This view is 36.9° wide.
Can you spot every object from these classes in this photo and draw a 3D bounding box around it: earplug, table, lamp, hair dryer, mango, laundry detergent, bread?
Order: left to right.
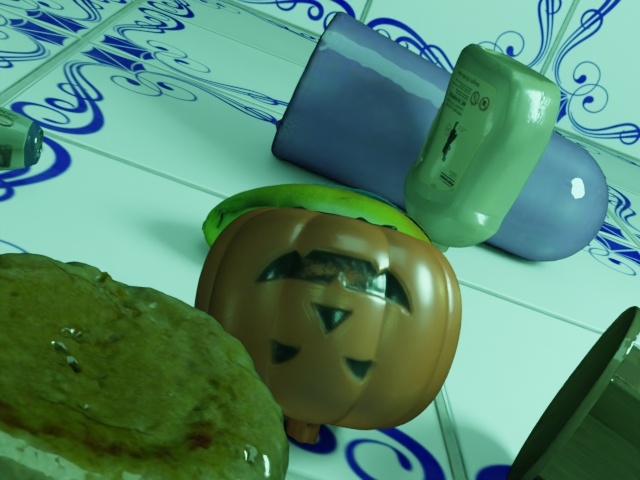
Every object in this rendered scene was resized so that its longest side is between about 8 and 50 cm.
[{"bbox_3d":[-0.354,-0.070,0.830,0.167,0.067,0.199,15,33,7],"label":"hair dryer"},{"bbox_3d":[-0.127,0.102,0.478,0.230,0.123,0.230,22,17,-7],"label":"bread"},{"bbox_3d":[0.000,0.000,0.920,0.233,0.111,0.125,14,5,12],"label":"mango"},{"bbox_3d":[0.003,0.063,0.677,0.188,0.163,0.187,11,-3,0],"label":"lamp"},{"bbox_3d":[0.176,-0.121,1.302,0.456,0.215,0.215,25,19,-1],"label":"earplug"},{"bbox_3d":[0.170,-0.090,1.120,0.091,0.253,0.181,12,23,-29],"label":"laundry detergent"},{"bbox_3d":[0.274,0.180,0.693,0.227,0.167,0.167,36,21,11],"label":"table"}]
